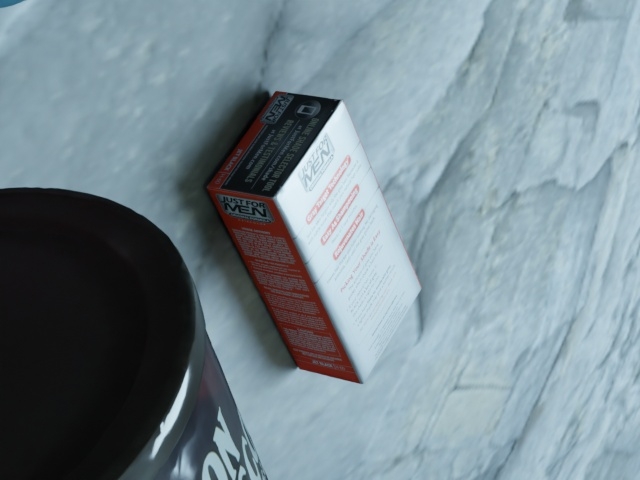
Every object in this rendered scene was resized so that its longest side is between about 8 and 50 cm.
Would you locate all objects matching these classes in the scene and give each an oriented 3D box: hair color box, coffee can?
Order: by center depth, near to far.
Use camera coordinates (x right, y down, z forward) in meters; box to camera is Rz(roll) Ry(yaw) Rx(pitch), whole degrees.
[{"bbox_3d":[-0.100,0.148,0.661,0.201,0.202,0.275,-52,138,-35],"label":"coffee can"},{"bbox_3d":[0.000,0.000,0.911,0.072,0.043,0.141,-56,141,-31],"label":"hair color box"}]

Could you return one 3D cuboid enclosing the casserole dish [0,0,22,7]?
[{"bbox_3d":[-0.141,-0.144,0.669,0.188,0.037,0.114,-4,102,-57],"label":"casserole dish"}]
